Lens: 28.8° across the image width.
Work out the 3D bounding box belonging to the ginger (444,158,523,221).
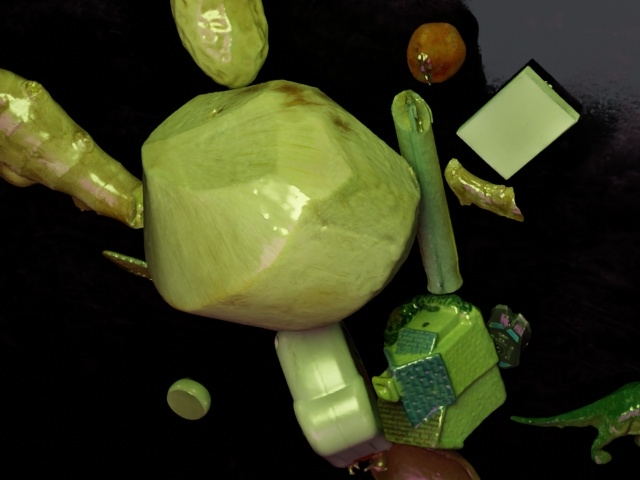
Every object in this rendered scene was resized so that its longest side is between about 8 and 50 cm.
[{"bbox_3d":[0.243,-0.069,1.832,0.137,0.044,0.057,26,160,15],"label":"ginger"}]

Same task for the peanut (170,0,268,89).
[{"bbox_3d":[-0.143,-0.365,1.743,0.153,0.140,0.325,10,123,37],"label":"peanut"}]

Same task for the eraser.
[{"bbox_3d":[0.278,-0.163,1.759,0.104,0.023,0.150,42,131,-6],"label":"eraser"}]

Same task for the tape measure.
[{"bbox_3d":[0.018,0.248,2.020,0.130,0.258,0.265,-24,72,4],"label":"tape measure"}]

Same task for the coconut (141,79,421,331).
[{"bbox_3d":[-0.075,-0.055,1.755,0.415,0.345,0.415,3,159,1],"label":"coconut"}]

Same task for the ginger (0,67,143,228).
[{"bbox_3d":[-0.463,-0.127,2.059,0.236,0.166,0.375,-34,98,29],"label":"ginger"}]

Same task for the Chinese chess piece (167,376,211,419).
[{"bbox_3d":[-0.245,0.297,2.332,0.084,0.034,0.084,13,130,17],"label":"Chinese chess piece"}]

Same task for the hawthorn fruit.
[{"bbox_3d":[0.155,-0.252,1.709,0.081,0.093,0.081,12,127,16],"label":"hawthorn fruit"}]

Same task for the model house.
[{"bbox_3d":[0.154,0.215,1.953,0.195,0.189,0.214,6,128,37],"label":"model house"}]

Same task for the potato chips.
[{"bbox_3d":[0.188,0.398,2.173,0.208,0.062,0.195,6,130,21],"label":"potato chips"}]

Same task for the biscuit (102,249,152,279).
[{"bbox_3d":[-0.265,0.060,2.133,0.203,0.016,0.144,16,168,18],"label":"biscuit"}]

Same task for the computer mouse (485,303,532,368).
[{"bbox_3d":[0.292,0.146,1.951,0.079,0.047,0.135,30,140,18],"label":"computer mouse"}]

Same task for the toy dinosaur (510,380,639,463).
[{"bbox_3d":[0.500,0.212,1.875,0.447,0.087,0.301,2,124,17],"label":"toy dinosaur"}]

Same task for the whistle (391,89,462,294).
[{"bbox_3d":[0.160,-0.067,1.858,0.057,0.068,0.326,-14,119,-1],"label":"whistle"}]
